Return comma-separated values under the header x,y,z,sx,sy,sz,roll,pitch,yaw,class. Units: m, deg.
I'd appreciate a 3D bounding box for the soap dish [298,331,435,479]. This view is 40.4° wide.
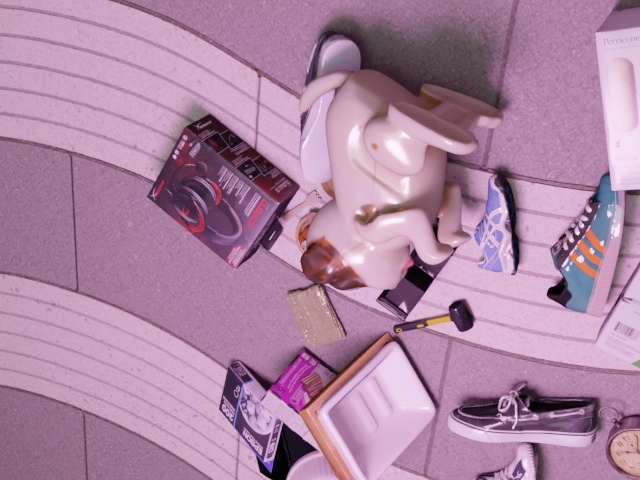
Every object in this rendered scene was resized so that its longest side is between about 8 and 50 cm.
x,y,z,sx,sy,sz,roll,pitch,yaw,class
0.101,0.376,1.901,0.118,0.291,0.228,-17,106,51,soap dish

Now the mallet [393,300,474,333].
x,y,z,sx,sy,sz,roll,pitch,yaw,class
0.244,0.185,1.880,0.190,0.039,0.062,-25,103,38,mallet

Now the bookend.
x,y,z,sx,sy,sz,roll,pitch,yaw,class
0.203,0.058,1.761,0.072,0.157,0.156,36,125,6,bookend

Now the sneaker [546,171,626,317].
x,y,z,sx,sy,sz,roll,pitch,yaw,class
0.494,0.005,1.622,0.121,0.108,0.302,12,120,16,sneaker

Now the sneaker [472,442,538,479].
x,y,z,sx,sy,sz,roll,pitch,yaw,class
0.400,0.540,1.933,0.153,0.094,0.234,4,125,15,sneaker

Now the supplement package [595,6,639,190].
x,y,z,sx,sy,sz,roll,pitch,yaw,class
0.571,-0.240,1.410,0.199,0.198,0.262,-2,112,28,supplement package

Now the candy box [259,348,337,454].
x,y,z,sx,sy,sz,roll,pitch,yaw,class
-0.001,0.383,2.011,0.233,0.159,0.071,38,136,4,candy box

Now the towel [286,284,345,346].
x,y,z,sx,sy,sz,roll,pitch,yaw,class
-0.012,0.174,2.001,0.110,0.027,0.148,-17,107,32,towel

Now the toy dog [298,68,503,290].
x,y,z,sx,sy,sz,roll,pitch,yaw,class
0.101,-0.084,1.624,0.396,0.284,0.407,21,116,6,toy dog

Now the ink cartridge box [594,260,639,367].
x,y,z,sx,sy,sz,roll,pitch,yaw,class
0.633,0.136,1.629,0.153,0.087,0.208,28,123,12,ink cartridge box

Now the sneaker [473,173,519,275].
x,y,z,sx,sy,sz,roll,pitch,yaw,class
0.339,-0.027,1.699,0.081,0.080,0.211,1,113,22,sneaker

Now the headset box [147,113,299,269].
x,y,z,sx,sy,sz,roll,pitch,yaw,class
-0.204,-0.097,1.913,0.293,0.110,0.218,40,124,4,headset box

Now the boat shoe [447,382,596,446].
x,y,z,sx,sy,sz,roll,pitch,yaw,class
0.420,0.363,1.830,0.306,0.113,0.104,3,108,22,boat shoe

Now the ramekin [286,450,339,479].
x,y,z,sx,sy,sz,roll,pitch,yaw,class
0.018,0.620,2.103,0.207,0.109,0.207,-1,110,-3,ramekin

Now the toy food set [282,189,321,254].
x,y,z,sx,sy,sz,roll,pitch,yaw,class
0.000,0.000,1.903,0.132,0.038,0.192,-34,96,34,toy food set

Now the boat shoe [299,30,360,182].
x,y,z,sx,sy,sz,roll,pitch,yaw,class
0.006,-0.266,1.737,0.108,0.102,0.301,-4,118,-21,boat shoe

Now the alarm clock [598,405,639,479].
x,y,z,sx,sy,sz,roll,pitch,yaw,class
0.639,0.408,1.772,0.192,0.064,0.129,47,125,-4,alarm clock

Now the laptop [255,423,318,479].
x,y,z,sx,sy,sz,roll,pitch,yaw,class
-0.052,0.505,2.189,0.264,0.137,0.234,13,121,50,laptop

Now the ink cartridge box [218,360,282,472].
x,y,z,sx,sy,sz,roll,pitch,yaw,class
-0.175,0.440,2.146,0.206,0.045,0.208,41,131,37,ink cartridge box

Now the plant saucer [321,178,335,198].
x,y,z,sx,sy,sz,roll,pitch,yaw,class
0.040,-0.126,1.837,0.083,0.015,0.083,10,117,21,plant saucer
